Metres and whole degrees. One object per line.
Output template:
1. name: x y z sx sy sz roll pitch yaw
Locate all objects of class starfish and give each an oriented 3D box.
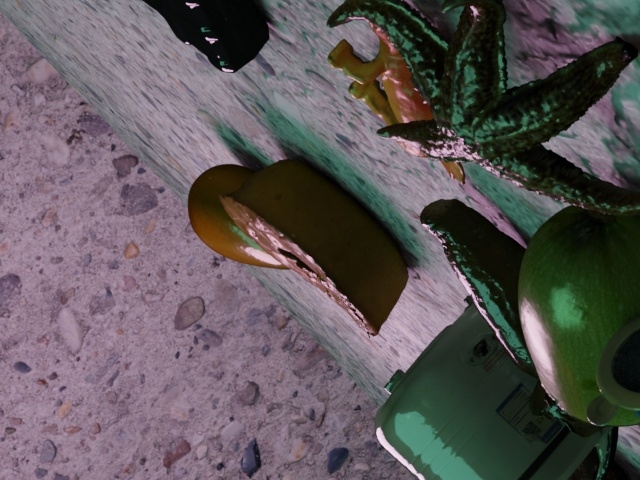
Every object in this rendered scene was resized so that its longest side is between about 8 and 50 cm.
1. starfish: 0.096 -0.075 0.699 0.213 0.057 0.238 43 154 -7

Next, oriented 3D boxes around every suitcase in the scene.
1. suitcase: -0.181 -0.290 1.099 0.285 0.066 0.206 39 170 28

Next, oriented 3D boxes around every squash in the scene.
1. squash: 0.198 0.042 0.812 0.123 0.123 0.187 38 165 34

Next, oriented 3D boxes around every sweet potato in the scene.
1. sweet potato: 0.187 0.077 1.078 0.286 0.085 0.112 47 145 -23

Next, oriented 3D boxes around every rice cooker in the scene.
1. rice cooker: 0.198 0.198 1.265 0.244 0.226 0.226 43 172 14

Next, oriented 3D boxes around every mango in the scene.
1. mango: -0.112 -0.038 1.800 0.175 0.139 0.254 35 170 -33

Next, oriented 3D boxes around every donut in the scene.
1. donut: 0.002 0.002 1.536 0.277 0.108 0.277 42 171 8

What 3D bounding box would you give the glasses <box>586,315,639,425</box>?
1. glasses: 0.299 0.102 0.736 0.189 0.088 0.220 -2 161 41

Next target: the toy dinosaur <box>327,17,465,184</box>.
1. toy dinosaur: 0.082 -0.094 0.850 0.117 0.070 0.288 40 176 20

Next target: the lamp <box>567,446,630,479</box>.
1. lamp: 0.295 0.390 1.549 0.177 0.274 0.177 26 -150 -16
